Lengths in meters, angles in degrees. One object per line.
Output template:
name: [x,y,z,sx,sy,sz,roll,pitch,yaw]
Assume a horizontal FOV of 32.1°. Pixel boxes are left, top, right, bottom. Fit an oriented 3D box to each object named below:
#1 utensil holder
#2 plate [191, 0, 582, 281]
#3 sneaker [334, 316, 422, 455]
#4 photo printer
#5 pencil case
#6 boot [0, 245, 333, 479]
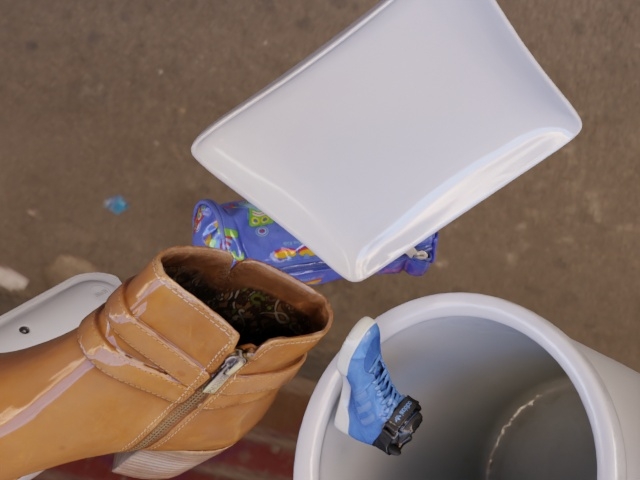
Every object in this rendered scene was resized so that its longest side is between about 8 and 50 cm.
utensil holder: [0.214,0.252,1.147,0.328,0.327,0.385,-12,159,33]
plate: [0.065,-0.102,1.001,0.277,0.045,0.278,-35,138,15]
sneaker: [0.061,0.142,1.049,0.085,0.058,0.152,26,133,24]
photo printer: [-0.345,0.182,1.303,0.107,0.307,0.256,38,130,17]
pencil case: [0.000,0.000,1.349,0.306,0.133,0.119,-5,116,-18]
boot: [-0.149,0.084,0.706,0.283,0.109,0.220,15,140,-29]
